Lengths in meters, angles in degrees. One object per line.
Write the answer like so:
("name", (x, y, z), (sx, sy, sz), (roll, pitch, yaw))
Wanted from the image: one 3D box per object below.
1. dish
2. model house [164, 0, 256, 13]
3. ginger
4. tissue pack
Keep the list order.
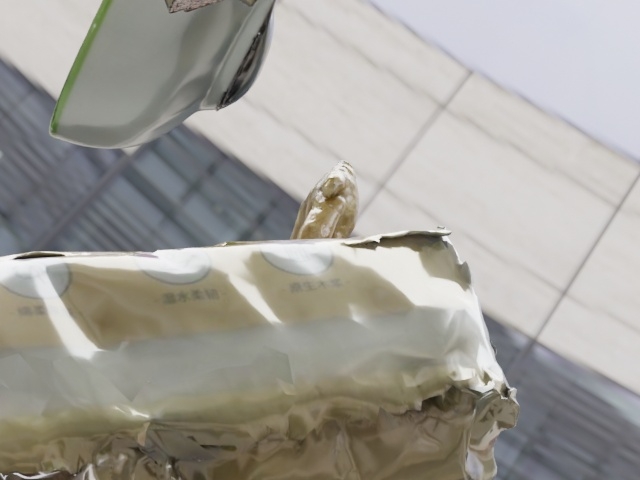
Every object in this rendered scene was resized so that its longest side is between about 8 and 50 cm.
("dish", (-0.080, -0.198, 1.374), (0.124, 0.324, 0.324), (28, -39, -7))
("model house", (-0.048, -0.131, 0.787), (0.083, 0.057, 0.058), (-119, -164, -46))
("ginger", (0.000, 0.000, 1.550), (0.052, 0.193, 0.176), (22, -57, -4))
("tissue pack", (-0.077, 0.106, 0.584), (0.123, 0.257, 0.215), (62, -36, 40))
